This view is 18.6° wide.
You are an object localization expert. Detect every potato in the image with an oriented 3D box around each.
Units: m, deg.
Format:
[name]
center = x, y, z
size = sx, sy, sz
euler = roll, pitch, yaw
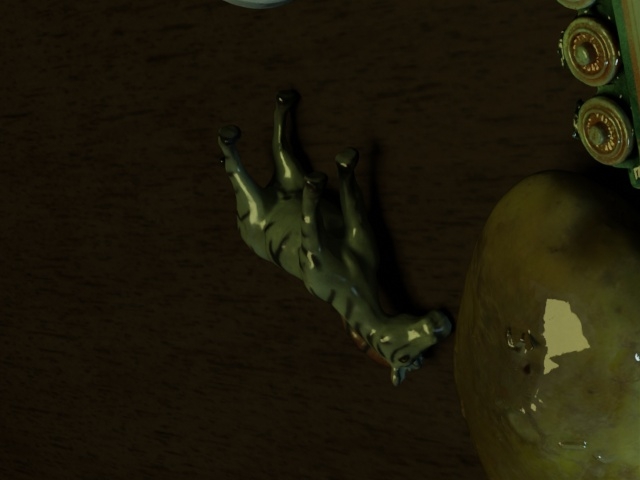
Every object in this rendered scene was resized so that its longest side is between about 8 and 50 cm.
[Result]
[potato]
center = 0.172, 0.093, 1.357
size = 0.191, 0.141, 0.296
euler = 40, 146, 41

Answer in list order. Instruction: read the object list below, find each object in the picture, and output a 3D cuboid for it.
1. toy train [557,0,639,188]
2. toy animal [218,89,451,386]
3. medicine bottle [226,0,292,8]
[toy train]
center = 0.208, -0.123, 1.188
size = 0.125, 0.080, 0.194
euler = 9, 118, 50
[toy animal]
center = 0.003, -0.009, 1.607
size = 0.255, 0.089, 0.170
euler = 51, 152, 28
[medicine bottle]
center = -0.014, -0.274, 1.361
size = 0.143, 0.143, 0.258
euler = 59, 151, 8
